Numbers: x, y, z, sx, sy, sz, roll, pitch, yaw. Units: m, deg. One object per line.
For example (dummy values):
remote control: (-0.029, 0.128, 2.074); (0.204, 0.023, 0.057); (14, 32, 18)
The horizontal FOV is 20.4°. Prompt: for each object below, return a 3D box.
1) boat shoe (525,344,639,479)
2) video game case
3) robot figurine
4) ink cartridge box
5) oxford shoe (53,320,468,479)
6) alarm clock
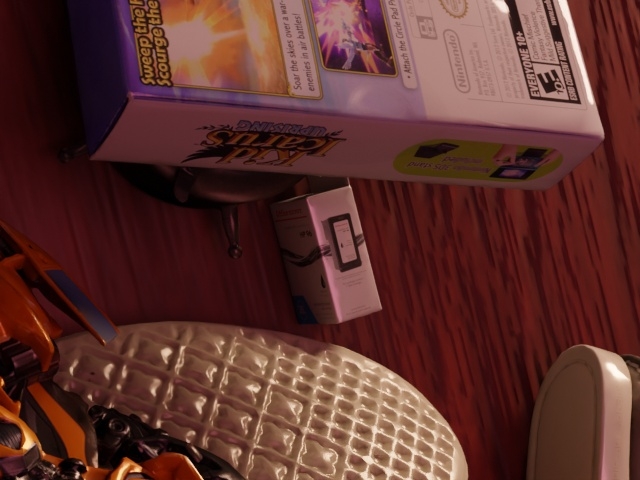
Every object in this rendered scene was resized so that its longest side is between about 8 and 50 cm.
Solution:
boat shoe: (0.160, 0.212, 0.953); (0.091, 0.109, 0.305); (11, 79, -21)
video game case: (-0.007, -0.158, 0.861); (0.244, 0.061, 0.269); (3, 61, -28)
robot figurine: (-0.147, 0.083, 0.708); (0.211, 0.085, 0.291); (-24, 59, -41)
ink cartridge box: (0.000, 0.000, 0.917); (0.028, 0.048, 0.083); (-16, 93, -26)
oxford shoe: (-0.131, 0.146, 0.811); (0.449, 0.130, 0.169); (-13, 49, -33)
alarm clock: (-0.043, -0.099, 0.896); (0.129, 0.064, 0.192); (29, 72, -22)
